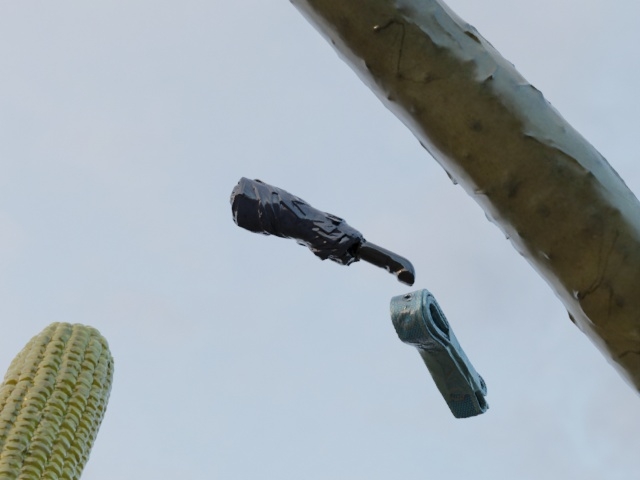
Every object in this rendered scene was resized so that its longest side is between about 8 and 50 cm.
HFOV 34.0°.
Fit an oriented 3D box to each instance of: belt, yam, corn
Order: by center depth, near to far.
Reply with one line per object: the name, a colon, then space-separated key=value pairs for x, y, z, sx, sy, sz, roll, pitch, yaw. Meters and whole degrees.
yam: x=0.109 y=-0.045 z=0.593 sx=0.371 sy=0.083 sz=0.083 roll=49 pitch=-58 yaw=3
corn: x=-0.201 y=0.149 z=0.712 sx=0.081 sy=0.248 sz=0.081 roll=3 pitch=-56 yaw=5
belt: x=0.203 y=0.198 z=1.754 sx=0.072 sy=0.087 sz=0.302 roll=-19 pitch=-53 yaw=20

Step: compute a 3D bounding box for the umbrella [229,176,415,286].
umbrella: x=0.003 y=-0.005 z=1.277 sx=0.248 sy=0.071 sz=0.071 roll=23 pitch=-49 yaw=3
